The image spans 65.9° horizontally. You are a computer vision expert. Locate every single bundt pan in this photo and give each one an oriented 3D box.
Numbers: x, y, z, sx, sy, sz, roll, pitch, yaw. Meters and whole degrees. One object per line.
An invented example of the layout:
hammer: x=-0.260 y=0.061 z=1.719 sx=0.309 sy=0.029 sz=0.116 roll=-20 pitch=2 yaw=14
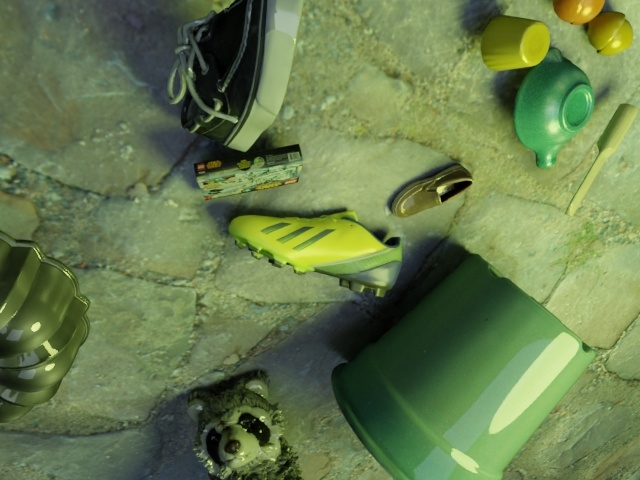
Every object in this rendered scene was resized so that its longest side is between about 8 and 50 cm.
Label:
bundt pan: x=-0.500 y=0.144 z=0.676 sx=0.331 sy=0.124 sz=0.331 roll=-8 pitch=127 yaw=-11

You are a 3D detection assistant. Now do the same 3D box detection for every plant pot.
plant pot: x=0.251 y=0.224 z=0.857 sx=0.341 sy=0.341 sz=0.334 roll=33 pitch=101 yaw=-33

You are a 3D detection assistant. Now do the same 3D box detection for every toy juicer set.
toy juicer set: x=0.363 y=-0.221 z=0.722 sx=0.209 sy=0.089 sz=0.329 roll=-44 pitch=124 yaw=-7

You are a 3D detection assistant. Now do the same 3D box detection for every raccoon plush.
raccoon plush: x=-0.165 y=0.450 z=1.007 sx=0.216 sy=0.299 sz=0.446 roll=-15 pitch=161 yaw=-26

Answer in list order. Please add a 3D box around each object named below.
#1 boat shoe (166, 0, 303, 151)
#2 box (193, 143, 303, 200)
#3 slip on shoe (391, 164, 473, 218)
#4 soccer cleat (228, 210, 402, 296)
boat shoe: x=-0.096 y=-0.174 z=0.500 sx=0.105 sy=0.306 sz=0.113 roll=10 pitch=85 yaw=-18
box: x=-0.094 y=-0.090 z=0.661 sx=0.137 sy=0.027 sz=0.094 roll=-12 pitch=171 yaw=-9
slip on shoe: x=0.178 y=-0.072 z=0.784 sx=0.135 sy=0.041 sz=0.051 roll=-26 pitch=128 yaw=2
soccer cleat: x=0.000 y=0.000 z=0.769 sx=0.289 sy=0.093 sz=0.121 roll=18 pitch=86 yaw=-22
